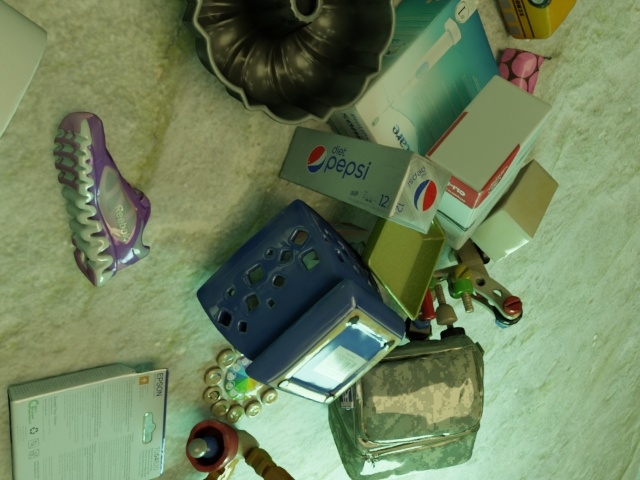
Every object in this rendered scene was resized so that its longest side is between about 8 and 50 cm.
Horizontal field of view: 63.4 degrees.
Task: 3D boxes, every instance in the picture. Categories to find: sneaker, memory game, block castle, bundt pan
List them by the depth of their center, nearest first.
[{"bbox_3d":[-0.286,-0.058,0.702,0.104,0.095,0.237,-20,123,-37],"label":"sneaker"},{"bbox_3d":[-0.052,-0.338,0.738,0.330,0.124,0.331,-15,117,-32],"label":"bundt pan"},{"bbox_3d":[-0.199,0.564,0.846,0.453,0.303,0.213,-55,152,-6],"label":"block castle"},{"bbox_3d":[-0.135,0.263,0.983,0.186,0.012,0.186,-14,115,-32],"label":"memory game"}]

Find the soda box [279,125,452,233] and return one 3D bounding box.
[{"bbox_3d":[0.056,-0.102,0.803,0.091,0.286,0.098,18,95,-39],"label":"soda box"}]

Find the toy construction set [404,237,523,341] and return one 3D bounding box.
[{"bbox_3d":[0.267,0.077,1.104,0.309,0.257,0.237,32,43,-55],"label":"toy construction set"}]

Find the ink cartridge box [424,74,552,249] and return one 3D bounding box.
[{"bbox_3d":[0.279,-0.125,0.937,0.197,0.114,0.273,-48,161,-11],"label":"ink cartridge box"}]

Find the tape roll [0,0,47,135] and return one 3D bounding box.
[{"bbox_3d":[-0.379,-0.112,0.483,0.100,0.286,0.286,32,87,-39],"label":"tape roll"}]

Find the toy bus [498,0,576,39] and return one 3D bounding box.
[{"bbox_3d":[0.383,-0.546,0.973,0.108,0.130,0.333,-50,129,-8],"label":"toy bus"}]

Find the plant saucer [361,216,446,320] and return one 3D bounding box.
[{"bbox_3d":[0.141,0.014,0.910,0.188,0.045,0.188,49,56,-39],"label":"plant saucer"}]

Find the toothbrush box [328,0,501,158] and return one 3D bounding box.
[{"bbox_3d":[0.165,-0.266,0.924,0.296,0.126,0.216,-50,130,-10],"label":"toothbrush box"}]

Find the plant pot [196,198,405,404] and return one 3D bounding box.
[{"bbox_3d":[-0.017,0.117,0.829,0.236,0.212,0.236,-43,140,6],"label":"plant pot"}]

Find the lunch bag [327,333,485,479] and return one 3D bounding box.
[{"bbox_3d":[0.167,0.315,1.048,0.304,0.213,0.256,-4,118,-13],"label":"lunch bag"}]

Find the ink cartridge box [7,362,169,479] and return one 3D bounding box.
[{"bbox_3d":[-0.358,0.307,0.814,0.223,0.045,0.224,-4,111,-37],"label":"ink cartridge box"}]

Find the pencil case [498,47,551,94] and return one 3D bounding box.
[{"bbox_3d":[0.418,-0.302,1.125,0.098,0.095,0.210,-7,115,-57],"label":"pencil case"}]

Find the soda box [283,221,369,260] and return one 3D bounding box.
[{"bbox_3d":[0.000,0.000,0.951,0.183,0.058,0.063,1,107,-36],"label":"soda box"}]

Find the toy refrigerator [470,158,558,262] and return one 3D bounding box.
[{"bbox_3d":[0.429,-0.068,1.132,0.094,0.102,0.269,47,44,2],"label":"toy refrigerator"}]
